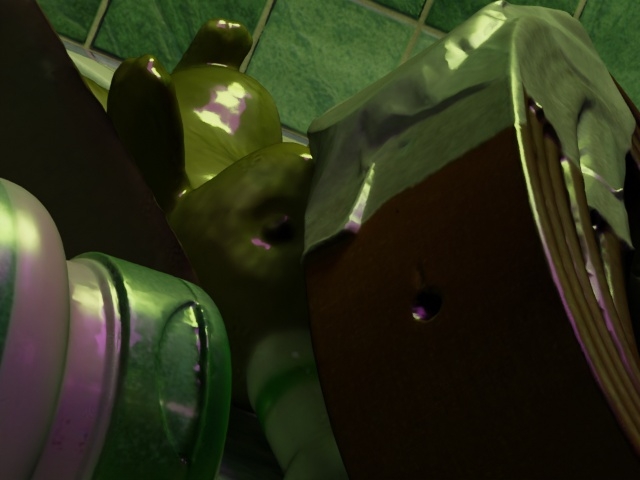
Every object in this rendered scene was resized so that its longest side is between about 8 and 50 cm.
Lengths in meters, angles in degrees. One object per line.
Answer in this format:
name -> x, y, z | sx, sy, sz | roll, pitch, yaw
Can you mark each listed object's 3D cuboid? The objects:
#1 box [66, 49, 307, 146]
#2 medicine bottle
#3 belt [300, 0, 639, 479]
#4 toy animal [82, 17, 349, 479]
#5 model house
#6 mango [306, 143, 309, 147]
box -> -0.059, -0.019, 1.242 | 0.274, 0.116, 0.203 | 20, 8, -29
medicine bottle -> -0.164, 0.025, 0.503 | 0.274, 0.133, 0.133 | 20, 8, -30
belt -> 0.092, 0.034, 0.766 | 0.217, 0.122, 0.338 | 44, 26, -29
toy animal -> -0.031, 0.000, 0.907 | 0.181, 0.180, 0.363 | -1, 19, -40
model house -> -0.187, -0.026, 0.734 | 0.199, 0.219, 0.229 | -23, 19, -17
mango -> 0.151, 0.035, 1.082 | 0.382, 0.225, 0.201 | 23, 12, -12
